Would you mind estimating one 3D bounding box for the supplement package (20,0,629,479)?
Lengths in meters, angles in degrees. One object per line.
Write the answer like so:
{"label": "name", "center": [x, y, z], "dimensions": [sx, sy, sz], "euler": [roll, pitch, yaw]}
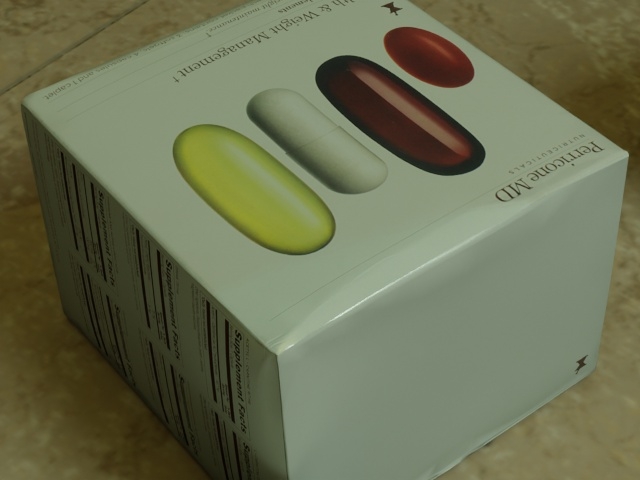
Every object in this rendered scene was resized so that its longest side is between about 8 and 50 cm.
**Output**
{"label": "supplement package", "center": [0.000, 0.000, 0.671], "dimensions": [0.194, 0.149, 0.203], "euler": [-29, 50, -25]}
